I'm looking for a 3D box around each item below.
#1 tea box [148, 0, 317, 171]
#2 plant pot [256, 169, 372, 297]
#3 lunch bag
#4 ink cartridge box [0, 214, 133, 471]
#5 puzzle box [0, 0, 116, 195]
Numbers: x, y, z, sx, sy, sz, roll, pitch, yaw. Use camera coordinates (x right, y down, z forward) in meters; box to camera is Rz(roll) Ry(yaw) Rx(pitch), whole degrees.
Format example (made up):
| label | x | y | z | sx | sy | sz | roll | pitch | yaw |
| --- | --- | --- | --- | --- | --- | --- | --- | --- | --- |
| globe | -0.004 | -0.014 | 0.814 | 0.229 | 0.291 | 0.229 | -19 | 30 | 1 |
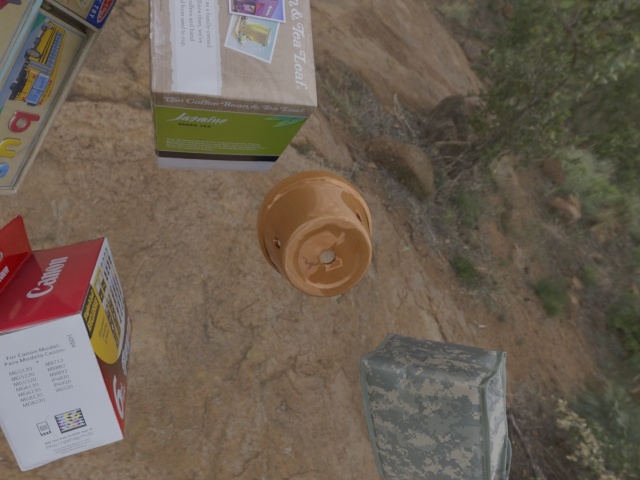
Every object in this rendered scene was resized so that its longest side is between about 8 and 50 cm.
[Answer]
| label | x | y | z | sx | sy | sz | roll | pitch | yaw |
| --- | --- | --- | --- | --- | --- | --- | --- | --- | --- |
| tea box | -0.163 | -0.314 | 0.695 | 0.220 | 0.323 | 0.328 | -1 | 82 | -20 |
| plant pot | 0.000 | 0.000 | 0.995 | 0.291 | 0.291 | 0.203 | 35 | 12 | -23 |
| lunch bag | 0.218 | 0.344 | 0.787 | 0.169 | 0.235 | 0.286 | -18 | 106 | -54 |
| ink cartridge box | -0.389 | 0.112 | 0.639 | 0.130 | 0.309 | 0.271 | -13 | 113 | -18 |
| puzzle box | -0.438 | -0.239 | 0.563 | 0.052 | 0.408 | 0.272 | 32 | 9 | -3 |
